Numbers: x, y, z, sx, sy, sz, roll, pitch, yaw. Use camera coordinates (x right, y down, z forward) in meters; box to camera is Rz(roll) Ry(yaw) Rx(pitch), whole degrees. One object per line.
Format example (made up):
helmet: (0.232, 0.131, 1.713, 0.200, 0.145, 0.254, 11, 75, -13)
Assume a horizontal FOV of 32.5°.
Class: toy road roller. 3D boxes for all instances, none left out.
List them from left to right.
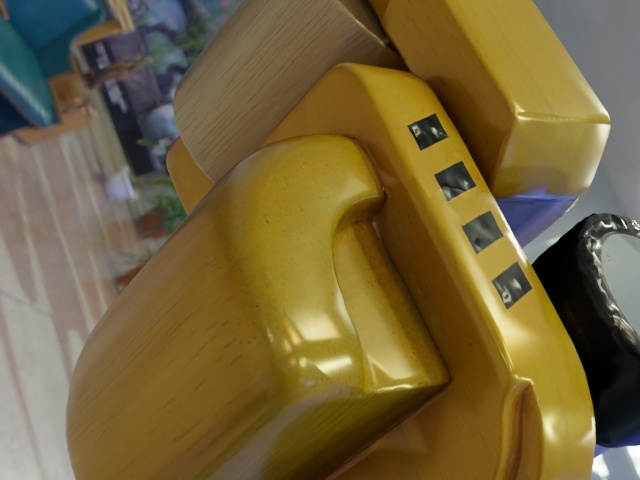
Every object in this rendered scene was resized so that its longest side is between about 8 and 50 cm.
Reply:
toy road roller: (0.000, 0.000, 0.490, 0.240, 0.202, 0.330, 0, 56, -45)
